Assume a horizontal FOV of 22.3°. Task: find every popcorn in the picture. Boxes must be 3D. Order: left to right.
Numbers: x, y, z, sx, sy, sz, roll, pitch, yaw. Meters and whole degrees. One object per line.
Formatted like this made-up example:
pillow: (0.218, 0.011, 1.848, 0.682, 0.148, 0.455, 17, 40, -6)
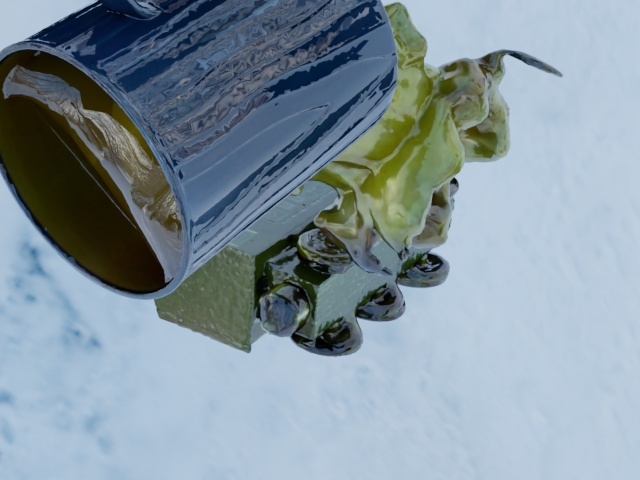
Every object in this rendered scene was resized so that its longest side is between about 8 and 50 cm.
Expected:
popcorn: (0.006, -0.083, 0.901, 0.195, 0.168, 0.173, 35, 74, 13)

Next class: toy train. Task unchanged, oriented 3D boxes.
toy train: (0.000, 0.000, 1.102, 0.137, 0.225, 0.090, 19, 120, 26)

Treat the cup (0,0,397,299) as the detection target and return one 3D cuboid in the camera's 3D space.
cup: (-0.044, -0.069, 0.655, 0.113, 0.150, 0.138, 44, 54, 10)
